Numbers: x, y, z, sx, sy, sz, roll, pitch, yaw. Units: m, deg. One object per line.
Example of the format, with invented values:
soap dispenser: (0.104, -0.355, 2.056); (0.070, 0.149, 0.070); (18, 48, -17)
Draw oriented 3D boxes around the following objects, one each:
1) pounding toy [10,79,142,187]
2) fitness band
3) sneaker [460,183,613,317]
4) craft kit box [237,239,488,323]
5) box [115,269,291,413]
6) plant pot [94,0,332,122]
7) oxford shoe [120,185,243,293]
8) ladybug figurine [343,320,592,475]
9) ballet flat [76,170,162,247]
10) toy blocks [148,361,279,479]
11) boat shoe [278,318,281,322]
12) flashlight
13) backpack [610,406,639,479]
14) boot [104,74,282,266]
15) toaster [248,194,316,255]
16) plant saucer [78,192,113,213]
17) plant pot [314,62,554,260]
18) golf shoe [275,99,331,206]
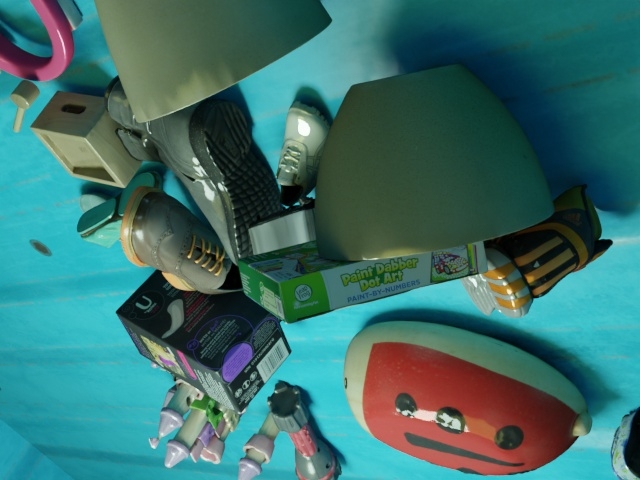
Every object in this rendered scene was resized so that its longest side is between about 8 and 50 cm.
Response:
pounding toy: (-0.402, -0.195, 1.602); (0.181, 0.094, 0.206); (13, 151, 33)
fitness band: (-0.468, -0.356, 1.459); (0.209, 0.054, 0.291); (0, 136, 31)
sneaker: (0.274, 0.010, 1.313); (0.124, 0.180, 0.321); (61, 176, -11)
craft kit box: (0.042, 0.030, 1.236); (0.250, 0.247, 0.061); (-163, 63, -73)
box: (-0.214, 0.169, 1.855); (0.270, 0.165, 0.143); (26, 151, 32)
plant pot: (-0.162, -0.313, 1.136); (0.256, 0.256, 0.274); (-10, 115, 47)
oxford shoe: (-0.216, 0.005, 1.665); (0.133, 0.130, 0.363); (14, 169, 18)
ladybug figurine: (0.225, 0.277, 1.686); (0.449, 0.162, 0.305); (6, 140, 34)
ballet flat: (-0.328, -0.051, 1.765); (0.087, 0.083, 0.247); (27, 143, -36)
toy blocks: (-0.271, 0.382, 2.155); (0.309, 0.260, 0.288); (14, 145, 25)
boat shoe: (-0.104, 0.110, 1.844); (0.046, 0.038, 0.125); (3, 139, 37)
flashlight: (-0.036, 0.438, 2.187); (0.103, 0.103, 0.304); (13, 145, 28)
backpack: (0.509, 0.337, 1.579); (0.105, 0.114, 0.084); (30, 148, 0)
boot: (-0.195, -0.111, 1.568); (0.223, 0.118, 0.338); (19, 140, 31)
toaster: (0.000, 0.000, 1.458); (0.168, 0.186, 0.110); (-17, 81, 49)
plant saucer: (-0.394, -0.051, 1.875); (0.119, 0.021, 0.119); (22, 148, 15)
plant pot: (0.117, -0.102, 1.186); (0.284, 0.284, 0.190); (-4, 102, 43)
golf shoe: (-0.029, -0.116, 1.421); (0.069, 0.086, 0.176); (22, 146, 17)
